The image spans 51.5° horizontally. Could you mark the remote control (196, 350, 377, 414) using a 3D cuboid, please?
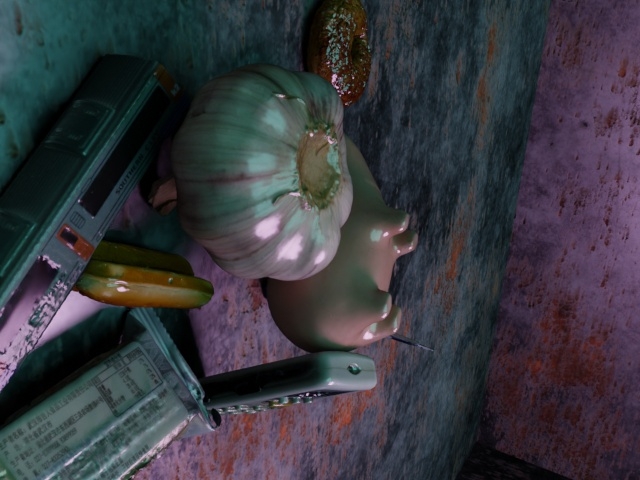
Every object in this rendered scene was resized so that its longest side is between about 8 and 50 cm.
[{"bbox_3d":[-0.078,0.201,0.899,0.140,0.296,0.056,21,57,-52],"label":"remote control"}]

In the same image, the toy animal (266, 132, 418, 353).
[{"bbox_3d":[0.000,0.000,0.938,0.237,0.269,0.327,68,32,-56],"label":"toy animal"}]

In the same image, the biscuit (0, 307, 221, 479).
[{"bbox_3d":[-0.251,0.218,0.733,0.186,0.079,0.309,56,39,-5],"label":"biscuit"}]

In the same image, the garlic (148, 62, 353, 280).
[{"bbox_3d":[-0.099,-0.069,0.765,0.245,0.253,0.245,12,76,-57],"label":"garlic"}]

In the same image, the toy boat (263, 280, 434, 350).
[{"bbox_3d":[0.056,0.124,1.095,0.220,0.290,0.067,40,66,-61],"label":"toy boat"}]

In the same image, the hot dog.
[{"bbox_3d":[-0.206,0.047,0.784,0.062,0.092,0.235,-58,151,6],"label":"hot dog"}]

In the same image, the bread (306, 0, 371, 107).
[{"bbox_3d":[0.038,-0.309,1.091,0.193,0.063,0.193,-37,133,-54],"label":"bread"}]

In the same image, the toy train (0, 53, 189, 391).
[{"bbox_3d":[-0.271,-0.007,0.638,0.410,0.086,0.089,-63,150,-21],"label":"toy train"}]
